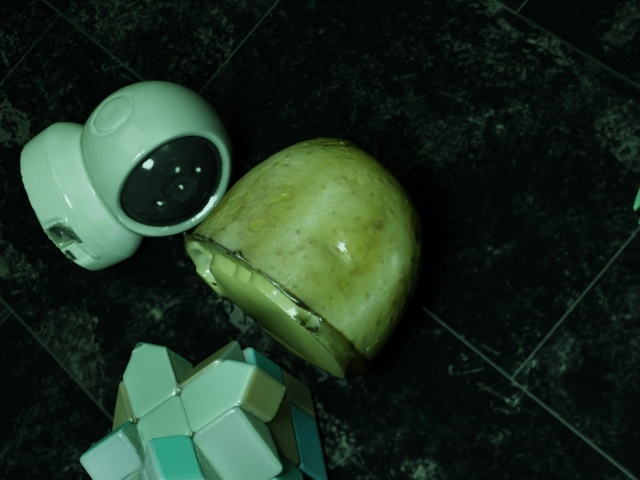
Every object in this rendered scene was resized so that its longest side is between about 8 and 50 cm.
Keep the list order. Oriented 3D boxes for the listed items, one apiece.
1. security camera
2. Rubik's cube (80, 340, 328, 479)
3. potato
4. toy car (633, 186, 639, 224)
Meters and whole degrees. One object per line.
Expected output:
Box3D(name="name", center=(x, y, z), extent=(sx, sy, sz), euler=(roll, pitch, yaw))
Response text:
Box3D(name="security camera", center=(-0.217, -0.092, 2.273), extent=(0.236, 0.194, 0.194), euler=(-27, 50, 16))
Box3D(name="Rubik's cube", center=(-0.134, 0.223, 1.997), extent=(0.265, 0.213, 0.224), euler=(-30, 50, 20))
Box3D(name="potato", center=(0.000, 0.000, 2.051), extent=(0.242, 0.242, 0.285), euler=(-55, 28, -6))
Box3D(name="toy car", center=(0.427, -0.149, 1.913), extent=(0.141, 0.097, 0.321), euler=(15, 72, 41))
